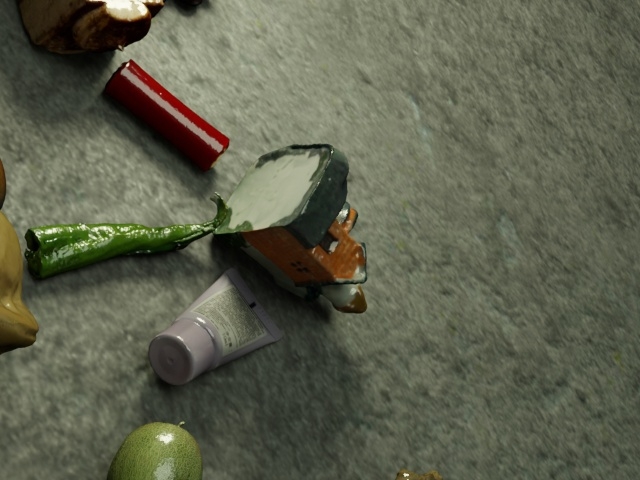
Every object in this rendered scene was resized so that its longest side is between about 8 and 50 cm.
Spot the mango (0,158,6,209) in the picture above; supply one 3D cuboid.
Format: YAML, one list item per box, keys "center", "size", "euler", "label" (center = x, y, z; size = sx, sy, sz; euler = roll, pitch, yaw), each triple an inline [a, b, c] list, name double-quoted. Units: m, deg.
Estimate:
- center: [-0.591, -0.134, 1.654]
  size: [0.287, 0.153, 0.201]
  euler: [58, 34, 2]
  label: "mango"

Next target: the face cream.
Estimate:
- center: [-0.173, 0.146, 1.845]
  size: [0.154, 0.096, 0.274]
  euler: [52, 33, 5]
  label: "face cream"

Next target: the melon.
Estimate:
- center: [-0.242, 0.347, 1.627]
  size: [0.139, 0.139, 0.192]
  euler: [33, 53, -16]
  label: "melon"

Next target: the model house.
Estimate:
- center: [0.000, 0.000, 1.955]
  size: [0.301, 0.271, 0.190]
  euler: [47, 60, -25]
  label: "model house"

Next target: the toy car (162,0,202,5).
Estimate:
- center: [-0.299, -0.589, 2.145]
  size: [0.248, 0.204, 0.198]
  euler: [-9, 46, -41]
  label: "toy car"

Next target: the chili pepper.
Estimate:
- center: [-0.316, -0.009, 1.833]
  size: [0.359, 0.076, 0.085]
  euler: [-13, 91, -36]
  label: "chili pepper"

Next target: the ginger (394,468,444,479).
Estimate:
- center: [0.133, 0.473, 1.864]
  size: [0.122, 0.084, 0.290]
  euler: [47, 46, 6]
  label: "ginger"

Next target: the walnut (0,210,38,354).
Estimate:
- center: [-0.578, 0.057, 1.442]
  size: [0.384, 0.383, 0.383]
  euler: [18, 55, -27]
  label: "walnut"

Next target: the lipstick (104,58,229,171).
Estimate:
- center: [-0.275, -0.224, 1.989]
  size: [0.241, 0.080, 0.080]
  euler: [38, 48, -11]
  label: "lipstick"

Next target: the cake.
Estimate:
- center: [-0.408, -0.443, 1.951]
  size: [0.196, 0.199, 0.293]
  euler: [-10, 75, -45]
  label: "cake"
